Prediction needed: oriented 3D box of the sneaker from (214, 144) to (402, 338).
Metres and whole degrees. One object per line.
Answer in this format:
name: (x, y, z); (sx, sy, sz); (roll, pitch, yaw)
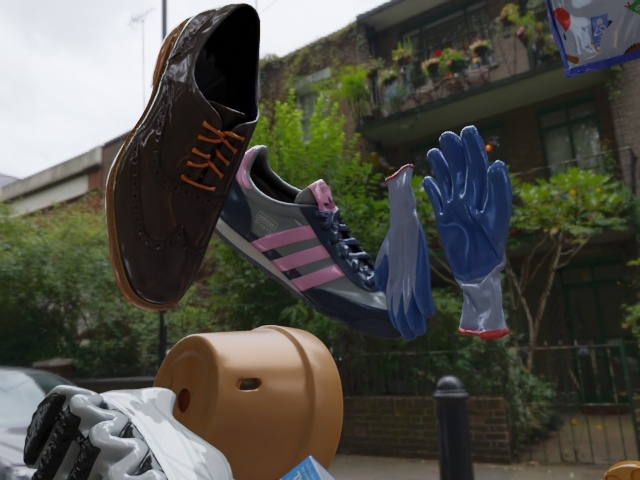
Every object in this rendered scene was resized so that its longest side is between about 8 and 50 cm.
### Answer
sneaker: (0.000, 0.000, 0.690); (0.319, 0.131, 0.112); (33, 25, 7)

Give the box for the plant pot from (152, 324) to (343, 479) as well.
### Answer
plant pot: (-0.136, 0.268, 0.857); (0.291, 0.290, 0.204); (-15, -27, 43)

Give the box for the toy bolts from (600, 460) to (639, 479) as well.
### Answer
toy bolts: (0.438, 0.452, 0.728); (0.228, 0.218, 0.158); (-51, -15, 30)

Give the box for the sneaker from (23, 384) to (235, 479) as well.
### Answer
sneaker: (-0.090, 0.212, 0.375); (0.110, 0.292, 0.118); (-53, -29, 16)

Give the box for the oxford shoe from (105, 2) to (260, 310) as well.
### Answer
oxford shoe: (-0.111, -0.074, 0.449); (0.097, 0.271, 0.098); (14, -8, -36)

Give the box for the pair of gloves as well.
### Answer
pair of gloves: (0.090, 0.003, 0.444); (0.023, 0.159, 0.198); (0, -9, -21)

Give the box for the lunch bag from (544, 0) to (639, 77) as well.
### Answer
lunch bag: (0.547, -0.471, 0.838); (0.386, 0.327, 0.239); (-15, 13, 27)

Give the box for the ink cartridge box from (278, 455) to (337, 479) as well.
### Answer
ink cartridge box: (-0.046, 0.387, 0.658); (0.203, 0.086, 0.148); (-36, -54, -4)
